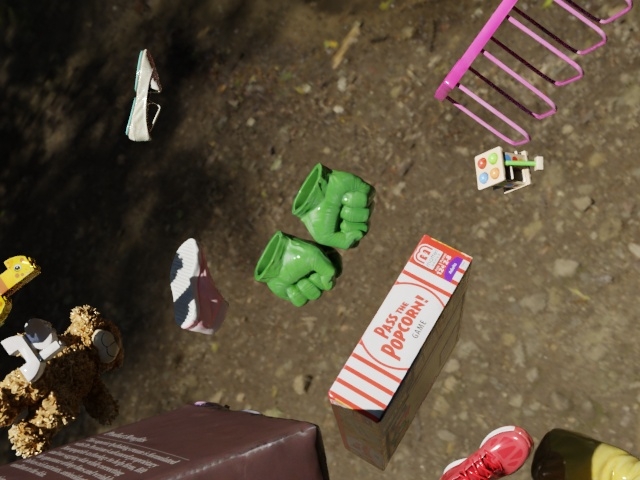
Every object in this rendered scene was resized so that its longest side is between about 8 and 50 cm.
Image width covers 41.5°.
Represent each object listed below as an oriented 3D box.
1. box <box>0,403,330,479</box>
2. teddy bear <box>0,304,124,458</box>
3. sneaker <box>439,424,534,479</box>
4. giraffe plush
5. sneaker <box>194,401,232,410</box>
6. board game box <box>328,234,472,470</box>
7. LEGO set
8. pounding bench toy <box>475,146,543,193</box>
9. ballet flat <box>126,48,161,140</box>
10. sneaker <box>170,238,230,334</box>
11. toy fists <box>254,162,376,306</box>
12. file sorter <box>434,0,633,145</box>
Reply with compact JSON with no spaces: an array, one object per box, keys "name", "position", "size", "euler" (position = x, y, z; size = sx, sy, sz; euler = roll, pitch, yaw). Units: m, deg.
[{"name":"box","position":[-0.111,0.209,0.500],"size":[0.168,0.203,0.166],"euler":[-9,92,55]},{"name":"teddy bear","position":[-0.494,0.265,1.628],"size":[0.113,0.338,0.245],"euler":[-39,80,42]},{"name":"sneaker","position":[0.284,0.424,1.514],"size":[0.087,0.128,0.221],"euler":[45,125,10]},{"name":"giraffe plush","position":[0.264,0.250,0.681],"size":[0.210,0.170,0.181],"euler":[-17,90,15]},{"name":"sneaker","position":[-0.208,0.426,1.957],"size":[0.105,0.236,0.095],"euler":[18,83,57]},{"name":"board game box","position":[0.069,0.102,0.702],"size":[0.045,0.193,0.146],"euler":[28,70,17]},{"name":"LEGO set","position":[-0.359,0.038,0.941],"size":[0.093,0.087,0.227],"euler":[-38,80,-3]},{"name":"pounding bench toy","position":[0.274,-0.107,1.227],"size":[0.083,0.065,0.052],"euler":[-23,67,53]},{"name":"ballet flat","position":[-0.317,-0.264,1.552],"size":[0.057,0.052,0.168],"euler":[-129,50,-84]},{"name":"sneaker","position":[-0.160,0.066,1.135],"size":[0.051,0.070,0.134],"euler":[-29,51,29]},{"name":"toy fists","position":[0.000,0.000,1.549],"size":[0.279,0.142,0.096],"euler":[-60,20,18]},{"name":"file sorter","position":[0.360,-0.325,1.448],"size":[0.290,0.182,0.202],"euler":[-54,0,4]}]
